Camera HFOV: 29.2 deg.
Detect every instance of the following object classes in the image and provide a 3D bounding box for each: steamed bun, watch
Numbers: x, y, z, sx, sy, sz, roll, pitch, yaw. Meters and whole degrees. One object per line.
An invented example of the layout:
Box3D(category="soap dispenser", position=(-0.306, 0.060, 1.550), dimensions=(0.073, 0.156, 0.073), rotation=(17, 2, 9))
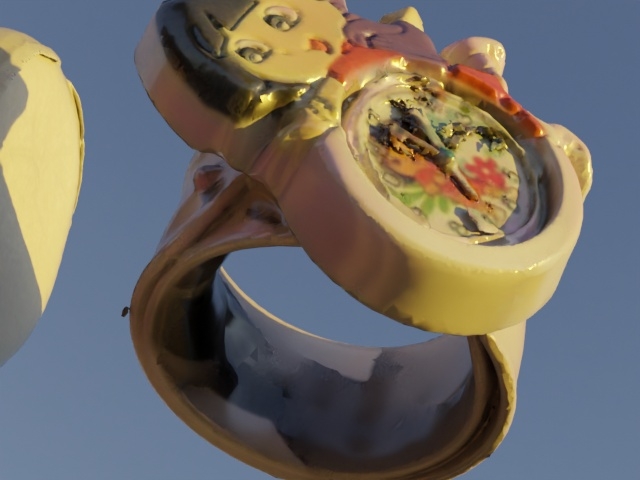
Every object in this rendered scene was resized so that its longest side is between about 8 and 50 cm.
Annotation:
Box3D(category="steamed bun", position=(-0.234, -0.022, 0.748), dimensions=(0.130, 0.228, 0.177), rotation=(7, -25, 10))
Box3D(category="watch", position=(0.000, 0.000, 0.645), dimensions=(0.244, 0.196, 0.231), rotation=(23, -44, -3))
